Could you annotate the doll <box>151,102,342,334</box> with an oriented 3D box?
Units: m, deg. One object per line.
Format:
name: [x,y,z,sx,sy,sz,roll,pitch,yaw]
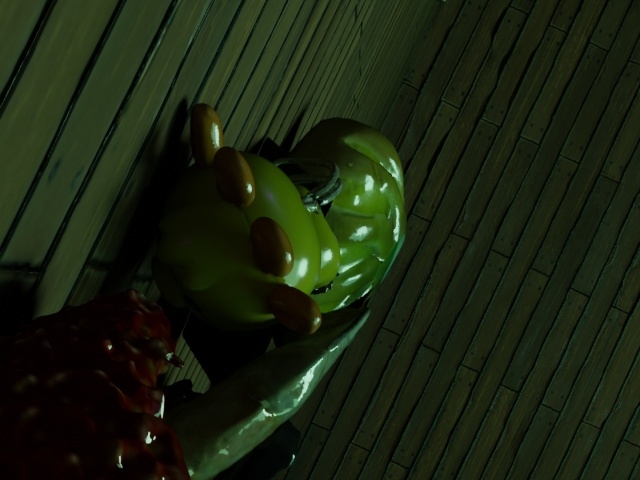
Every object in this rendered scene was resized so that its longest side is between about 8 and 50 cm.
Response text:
doll: [-0.039,0.001,0.625,0.135,0.143,0.221,-25,172,-7]

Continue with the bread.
bread: [-0.006,0.013,1.077,0.156,0.158,0.260,-55,168,-54]

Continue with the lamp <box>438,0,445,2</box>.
lamp: [0.157,-0.411,1.011,0.325,0.090,0.089,-65,178,30]

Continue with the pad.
pad: [-0.060,0.028,0.864,0.143,0.003,0.211,45,-64,52]

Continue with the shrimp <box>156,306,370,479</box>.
shrimp: [-0.075,0.117,0.692,0.247,0.085,0.360,-34,180,-8]

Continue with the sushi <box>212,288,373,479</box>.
sushi: [-0.091,0.226,0.822,0.339,0.069,0.320,-39,-169,50]

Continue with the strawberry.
strawberry: [-0.131,0.091,0.380,0.167,0.087,0.208,-45,-154,8]
